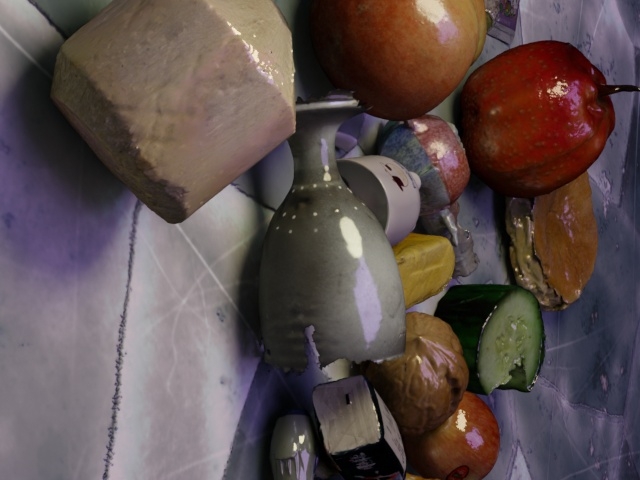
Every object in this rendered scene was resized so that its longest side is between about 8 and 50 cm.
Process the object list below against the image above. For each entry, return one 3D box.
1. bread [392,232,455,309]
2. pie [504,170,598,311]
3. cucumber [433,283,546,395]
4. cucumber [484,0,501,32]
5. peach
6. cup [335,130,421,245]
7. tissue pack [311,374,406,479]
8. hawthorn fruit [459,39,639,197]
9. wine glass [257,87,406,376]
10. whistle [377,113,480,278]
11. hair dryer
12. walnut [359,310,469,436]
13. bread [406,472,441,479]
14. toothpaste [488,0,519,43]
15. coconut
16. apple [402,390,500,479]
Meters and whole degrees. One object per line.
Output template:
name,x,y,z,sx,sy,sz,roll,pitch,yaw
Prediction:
bread,0.104,0.050,1.836,0.245,0.094,0.102,-21,113,-55
pie,0.420,-0.034,2.341,0.339,0.083,0.339,14,73,-58
cucumber,0.261,0.155,2.036,0.191,0.130,0.191,8,80,-52
cucumber,0.278,-0.404,2.189,0.064,0.064,0.112,56,40,-37
peach,0.103,-0.293,1.755,0.252,0.252,0.252,11,77,-56
cup,0.051,-0.060,1.760,0.142,0.173,0.134,-17,131,-58
tissue pack,0.053,0.254,1.662,0.170,0.090,0.103,59,15,-56
hawthorn fruit,0.377,-0.202,2.095,0.254,0.300,0.254,19,67,-54
wine glass,0.003,-0.003,1.599,0.190,0.190,0.357,-11,96,-57
whistle,0.172,-0.071,1.931,0.134,0.142,0.346,-46,137,-18
hair dryer,-0.014,0.326,1.650,0.199,0.067,0.167,58,34,-50
walnut,0.128,0.182,1.779,0.184,0.155,0.155,100,11,-53
bread,0.068,0.405,1.679,0.288,0.152,0.119,-31,117,-54
toothpaste,0.332,-0.507,2.288,0.114,0.073,0.299,9,86,-56
coconut,-0.137,-0.167,1.342,0.244,0.239,0.239,-44,129,-10
apple,0.189,0.287,1.893,0.131,0.146,0.146,35,57,-40
